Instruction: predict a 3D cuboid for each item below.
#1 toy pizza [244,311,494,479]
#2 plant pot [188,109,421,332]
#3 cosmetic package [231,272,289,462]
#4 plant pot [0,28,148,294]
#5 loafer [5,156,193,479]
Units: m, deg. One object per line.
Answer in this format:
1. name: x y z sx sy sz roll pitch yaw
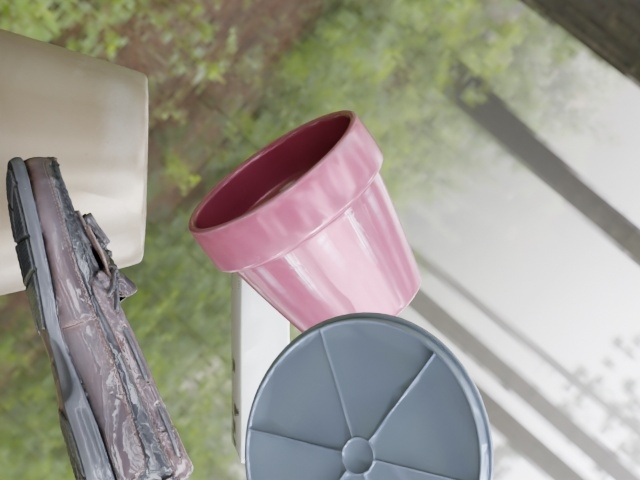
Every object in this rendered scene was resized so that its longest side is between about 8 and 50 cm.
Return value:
1. toy pizza: 0.034 0.151 0.997 0.201 0.201 0.032 -53 152 17
2. plant pot: 0.000 0.000 1.397 0.201 0.180 0.201 -32 -164 11
3. cosmetic package: -0.070 0.126 1.616 0.099 0.060 0.239 -160 -110 -78
4. plant pot: -0.312 -0.076 1.383 0.280 0.323 0.323 1 149 -10
5. loafer: -0.185 0.072 1.174 0.095 0.302 0.109 -14 178 -18
